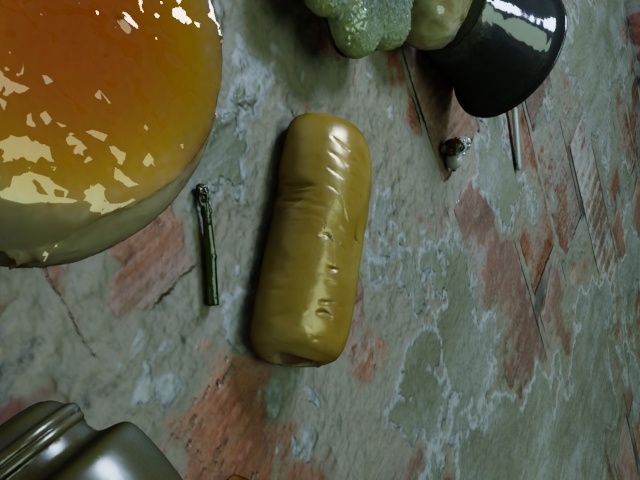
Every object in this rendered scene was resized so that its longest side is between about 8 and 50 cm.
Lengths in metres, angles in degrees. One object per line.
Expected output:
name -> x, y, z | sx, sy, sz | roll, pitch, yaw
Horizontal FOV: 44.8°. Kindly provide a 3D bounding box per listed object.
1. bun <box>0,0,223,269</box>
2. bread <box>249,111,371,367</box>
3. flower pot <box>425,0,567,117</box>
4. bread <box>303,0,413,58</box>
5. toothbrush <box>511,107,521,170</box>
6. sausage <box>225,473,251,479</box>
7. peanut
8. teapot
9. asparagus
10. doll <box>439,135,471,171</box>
bun -> -0.217, -0.121, 0.521 | 0.299, 0.164, 0.299 | 12, 71, -39
bread -> 0.000, 0.000, 0.913 | 0.142, 0.091, 0.305 | 31, 61, -46
flower pot -> 0.261, -0.334, 1.259 | 0.148, 0.235, 0.235 | 23, 67, -33
bread -> 0.068, -0.340, 0.990 | 0.286, 0.056, 0.207 | -59, 135, -36
toothbrush -> 0.389, -0.292, 1.600 | 0.030, 0.030, 0.304 | -31, 116, -54
sausage -> -0.063, 0.284, 0.827 | 0.039, 0.041, 0.131 | -57, 136, -13
peanut -> 0.153, -0.440, 1.138 | 0.152, 0.152, 0.313 | -21, 102, -56
teapot -> -0.194, 0.186, 0.534 | 0.175, 0.185, 0.267 | 52, 4, 1
asparagus -> -0.115, 0.004, 0.797 | 0.018, 0.015, 0.127 | -9, 94, -58
doll -> 0.237, -0.159, 1.336 | 0.085, 0.040, 0.058 | -55, 144, -38
